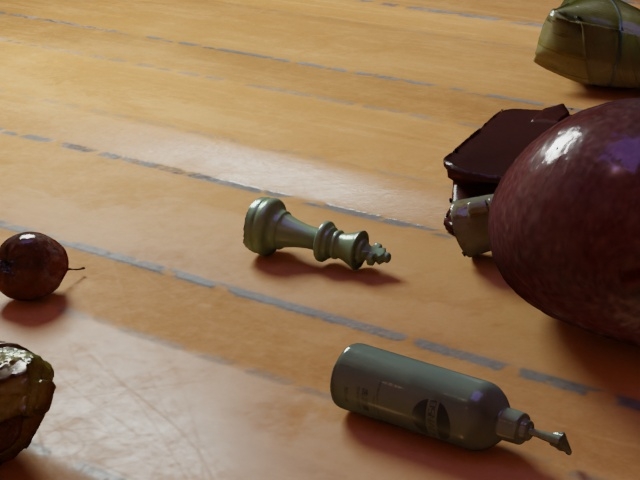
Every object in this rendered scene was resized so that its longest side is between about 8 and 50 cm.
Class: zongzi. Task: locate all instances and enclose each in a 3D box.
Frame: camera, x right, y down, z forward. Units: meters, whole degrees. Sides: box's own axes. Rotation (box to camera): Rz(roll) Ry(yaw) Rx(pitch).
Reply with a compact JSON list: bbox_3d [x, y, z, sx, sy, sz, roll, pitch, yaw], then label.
[{"bbox_3d":[0.420,-0.261,2.084,0.256,0.115,0.228,10,19,13],"label":"zongzi"}]

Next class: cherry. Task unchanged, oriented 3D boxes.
[{"bbox_3d":[0.270,-0.017,1.334,0.236,0.213,0.285,29,-13,-26],"label":"cherry"}]

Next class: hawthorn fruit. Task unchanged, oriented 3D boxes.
[{"bbox_3d":[-0.260,0.028,1.507,0.103,0.067,0.066,13,6,-45],"label":"hawthorn fruit"}]

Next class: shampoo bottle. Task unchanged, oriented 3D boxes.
[{"bbox_3d":[0.099,0.126,1.208,0.195,0.056,0.056,13,26,36],"label":"shampoo bottle"}]

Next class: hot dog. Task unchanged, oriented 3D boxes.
[{"bbox_3d":[-0.268,0.128,1.200,0.123,0.093,0.261,-22,13,-23],"label":"hot dog"}]

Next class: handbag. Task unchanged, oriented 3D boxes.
[{"bbox_3d":[0.276,-0.075,1.671,0.260,0.084,0.275,4,22,22],"label":"handbag"}]

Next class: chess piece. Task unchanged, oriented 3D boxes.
[{"bbox_3d":[0.000,0.000,1.543,0.149,0.059,0.059,15,27,26],"label":"chess piece"}]

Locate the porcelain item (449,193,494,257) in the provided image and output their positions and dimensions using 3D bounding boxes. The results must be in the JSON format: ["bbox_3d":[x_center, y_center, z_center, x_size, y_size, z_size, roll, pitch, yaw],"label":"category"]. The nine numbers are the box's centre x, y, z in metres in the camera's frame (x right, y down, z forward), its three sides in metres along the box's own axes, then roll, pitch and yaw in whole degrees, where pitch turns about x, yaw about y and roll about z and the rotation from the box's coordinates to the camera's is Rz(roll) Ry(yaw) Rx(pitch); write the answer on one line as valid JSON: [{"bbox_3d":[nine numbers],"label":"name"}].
[{"bbox_3d":[0.233,-0.034,1.506,0.213,0.054,0.084,-13,-23,17],"label":"porcelain item"}]
